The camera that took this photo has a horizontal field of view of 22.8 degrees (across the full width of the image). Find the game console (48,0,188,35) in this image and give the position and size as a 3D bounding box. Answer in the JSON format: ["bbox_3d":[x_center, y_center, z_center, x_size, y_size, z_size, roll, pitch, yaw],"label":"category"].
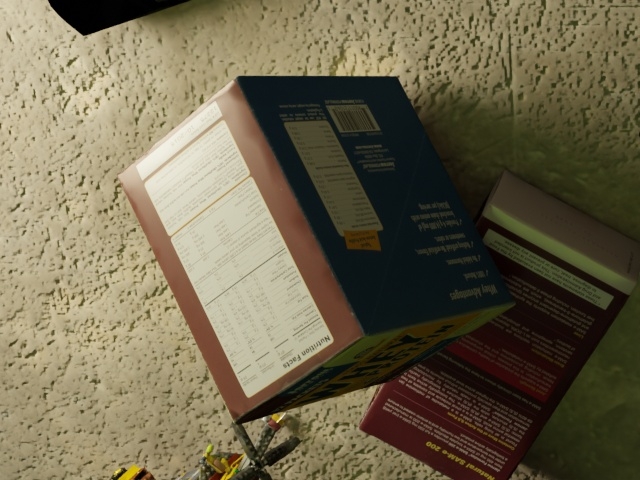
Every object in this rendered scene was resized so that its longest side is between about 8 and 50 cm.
[{"bbox_3d":[-0.078,-0.297,1.163,0.361,0.044,0.213,-15,110,22],"label":"game console"}]

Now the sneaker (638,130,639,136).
[{"bbox_3d":[0.294,-0.053,1.154,0.121,0.079,0.217,0,107,20],"label":"sneaker"}]

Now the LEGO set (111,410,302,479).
[{"bbox_3d":[-0.059,0.327,1.336,0.331,0.255,0.192,59,144,-2],"label":"LEGO set"}]

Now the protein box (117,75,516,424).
[{"bbox_3d":[0.000,0.000,1.150,0.136,0.199,0.201,-35,74,34],"label":"protein box"}]

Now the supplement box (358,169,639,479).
[{"bbox_3d":[0.141,0.079,1.261,0.130,0.073,0.239,29,119,1],"label":"supplement box"}]
